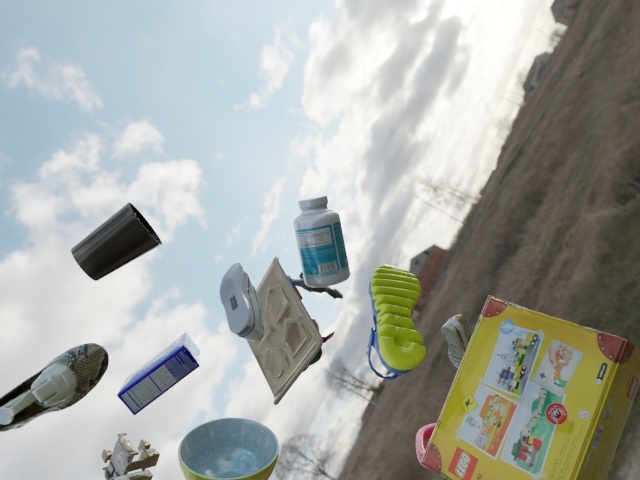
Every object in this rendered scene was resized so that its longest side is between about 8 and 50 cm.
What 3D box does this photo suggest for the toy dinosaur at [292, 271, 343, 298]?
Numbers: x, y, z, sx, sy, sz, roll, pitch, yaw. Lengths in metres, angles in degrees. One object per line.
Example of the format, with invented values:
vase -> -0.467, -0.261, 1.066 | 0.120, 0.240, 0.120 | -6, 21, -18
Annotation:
toy dinosaur -> -0.040, 0.150, 1.883 | 0.118, 0.267, 0.064 | -68, -20, -49

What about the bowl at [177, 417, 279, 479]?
bowl -> -0.269, 0.668, 1.500 | 0.289, 0.289, 0.156 | -29, -54, -65

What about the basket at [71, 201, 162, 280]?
basket -> -0.643, 0.012, 1.609 | 0.226, 0.154, 0.204 | -36, -20, -8

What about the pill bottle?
pill bottle -> 0.000, 0.000, 1.560 | 0.146, 0.146, 0.265 | -27, -72, -66

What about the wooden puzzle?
wooden puzzle -> -0.119, 0.274, 1.575 | 0.080, 0.348, 0.322 | 1, -44, -37

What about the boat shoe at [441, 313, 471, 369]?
boat shoe -> 0.603, 0.443, 2.169 | 0.103, 0.113, 0.303 | -40, -52, -24

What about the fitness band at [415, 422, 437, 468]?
fitness band -> 0.416, 0.664, 1.666 | 0.291, 0.208, 0.055 | -11, -92, -79

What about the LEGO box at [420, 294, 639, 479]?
LEGO box -> 0.540, 0.443, 1.320 | 0.193, 0.372, 0.501 | 29, -98, -39

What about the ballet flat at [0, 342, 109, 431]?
ballet flat -> -0.900, 0.496, 1.640 | 0.482, 0.164, 0.182 | -31, -2, 13

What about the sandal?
sandal -> 0.154, 0.182, 1.151 | 0.318, 0.126, 0.138 | -77, 4, -50

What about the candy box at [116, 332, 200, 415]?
candy box -> -0.662, 0.546, 2.128 | 0.317, 0.122, 0.268 | -36, 9, -9

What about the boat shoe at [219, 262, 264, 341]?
boat shoe -> -0.205, 0.167, 1.394 | 0.096, 0.268, 0.088 | -42, -53, 8

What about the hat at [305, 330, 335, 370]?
hat -> 0.003, 0.439, 1.997 | 0.208, 0.183, 0.173 | 30, -116, -61

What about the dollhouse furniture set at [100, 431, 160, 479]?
dollhouse furniture set -> -0.890, 0.945, 2.211 | 0.173, 0.355, 0.304 | 8, -72, -49
